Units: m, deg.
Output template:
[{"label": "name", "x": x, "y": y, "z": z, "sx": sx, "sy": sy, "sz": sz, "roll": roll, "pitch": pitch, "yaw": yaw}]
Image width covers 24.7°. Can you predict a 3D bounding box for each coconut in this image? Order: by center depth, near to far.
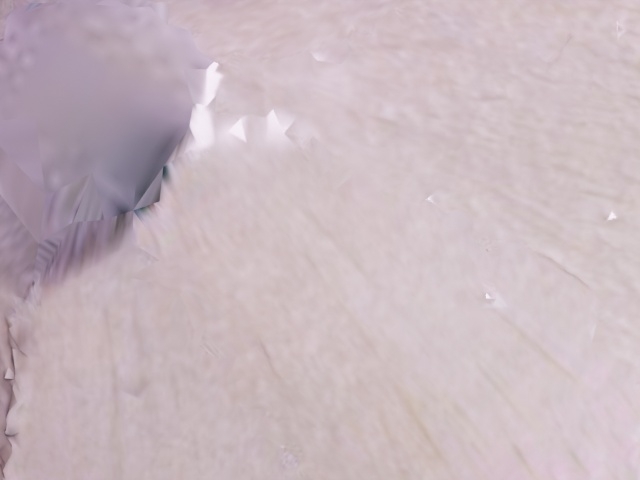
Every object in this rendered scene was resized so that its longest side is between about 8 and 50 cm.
[{"label": "coconut", "x": 0.000, "y": 0.000, "z": 0.452, "sx": 0.297, "sy": 0.297, "sz": 0.309, "roll": -60, "pitch": 155, "yaw": -3}]
